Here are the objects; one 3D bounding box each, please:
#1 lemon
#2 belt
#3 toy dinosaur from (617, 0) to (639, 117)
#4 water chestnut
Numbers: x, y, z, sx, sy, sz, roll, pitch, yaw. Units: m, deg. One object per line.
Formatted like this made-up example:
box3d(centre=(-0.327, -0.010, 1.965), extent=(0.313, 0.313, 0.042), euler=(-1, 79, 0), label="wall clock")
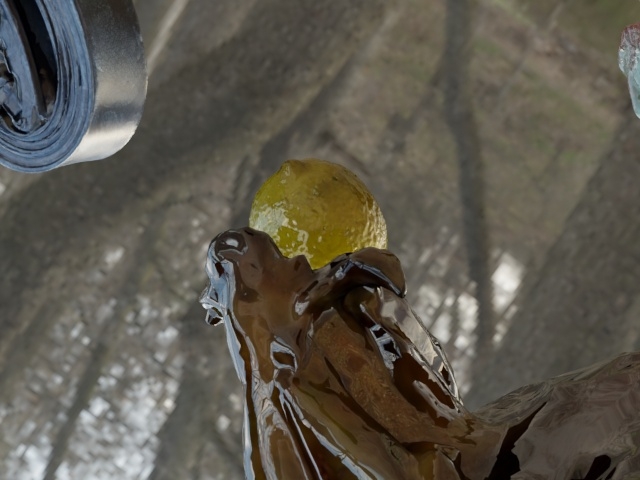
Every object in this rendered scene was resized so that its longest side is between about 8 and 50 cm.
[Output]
box3d(centre=(0.000, 0.000, 0.672), extent=(0.083, 0.062, 0.062), euler=(66, 174, -27), label="lemon")
box3d(centre=(-0.204, -0.144, 1.070), extent=(0.082, 0.141, 0.190), euler=(-20, -88, -58), label="belt")
box3d(centre=(0.174, -0.177, 0.774), extent=(0.167, 0.053, 0.242), euler=(-149, 43, -78), label="toy dinosaur")
box3d(centre=(0.058, 0.150, 0.474), extent=(0.347, 0.335, 0.335), euler=(49, -172, -2), label="water chestnut")
